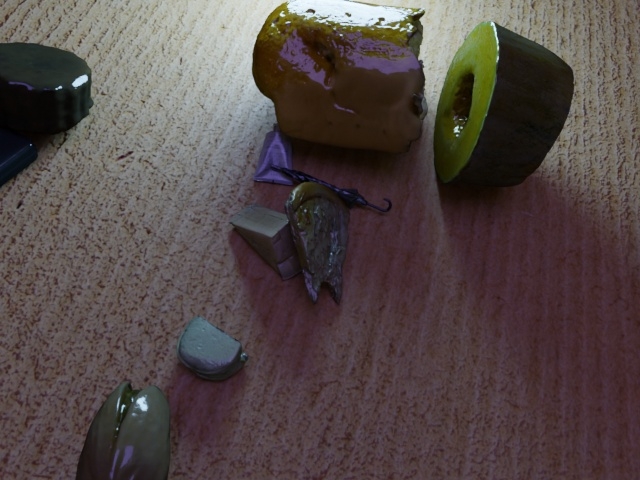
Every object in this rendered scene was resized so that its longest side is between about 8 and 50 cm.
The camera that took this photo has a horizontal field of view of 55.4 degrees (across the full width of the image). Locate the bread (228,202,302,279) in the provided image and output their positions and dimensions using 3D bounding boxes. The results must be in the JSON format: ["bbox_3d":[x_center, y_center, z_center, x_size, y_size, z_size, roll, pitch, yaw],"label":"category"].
[{"bbox_3d":[-0.098,-0.001,1.193,0.077,0.105,0.152,-36,35,-27],"label":"bread"}]

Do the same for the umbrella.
[{"bbox_3d":[0.018,-0.103,1.269,0.268,0.044,0.044,18,93,4],"label":"umbrella"}]

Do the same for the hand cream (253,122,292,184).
[{"bbox_3d":[-0.095,-0.186,1.312,0.084,0.053,0.142,6,70,-3],"label":"hand cream"}]

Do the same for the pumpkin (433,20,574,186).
[{"bbox_3d":[0.377,-0.267,1.261,0.199,0.332,0.333,9,55,-5],"label":"pumpkin"}]

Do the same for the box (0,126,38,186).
[{"bbox_3d":[-0.703,-0.191,1.220,0.230,0.050,0.160,31,57,12],"label":"box"}]

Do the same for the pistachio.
[{"bbox_3d":[-0.280,0.309,0.886,0.135,0.136,0.226,5,46,-5],"label":"pistachio"}]

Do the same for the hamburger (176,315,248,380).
[{"bbox_3d":[-0.193,0.189,1.032,0.121,0.054,0.084,34,62,18],"label":"hamburger"}]

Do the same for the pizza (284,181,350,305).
[{"bbox_3d":[0.000,0.000,1.142,0.181,0.034,0.262,30,49,-43],"label":"pizza"}]

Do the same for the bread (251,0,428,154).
[{"bbox_3d":[0.052,-0.380,1.312,0.394,0.250,0.361,12,44,0],"label":"bread"}]

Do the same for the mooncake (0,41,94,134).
[{"bbox_3d":[-0.589,-0.315,1.261,0.228,0.124,0.228,10,36,-8],"label":"mooncake"}]
